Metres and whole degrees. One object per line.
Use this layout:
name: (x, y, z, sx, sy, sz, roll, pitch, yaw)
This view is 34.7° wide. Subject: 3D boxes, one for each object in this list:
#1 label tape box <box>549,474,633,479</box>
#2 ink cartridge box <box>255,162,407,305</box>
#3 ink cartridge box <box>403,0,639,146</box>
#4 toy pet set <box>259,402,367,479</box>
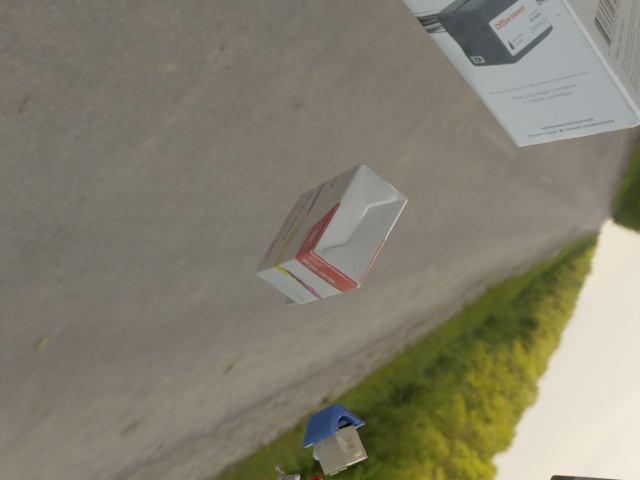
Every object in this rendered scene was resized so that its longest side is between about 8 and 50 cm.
label tape box: (0.271, 0.229, 0.507, 0.240, 0.334, 0.106, -47, 134, -64)
ink cartridge box: (0.000, 0.000, 1.102, 0.115, 0.067, 0.198, -60, -165, -22)
ink cartridge box: (0.166, -0.261, 0.860, 0.129, 0.307, 0.223, -8, -127, 38)
toy pet set: (-0.015, 0.227, 1.102, 0.114, 0.065, 0.122, -33, 163, 33)
